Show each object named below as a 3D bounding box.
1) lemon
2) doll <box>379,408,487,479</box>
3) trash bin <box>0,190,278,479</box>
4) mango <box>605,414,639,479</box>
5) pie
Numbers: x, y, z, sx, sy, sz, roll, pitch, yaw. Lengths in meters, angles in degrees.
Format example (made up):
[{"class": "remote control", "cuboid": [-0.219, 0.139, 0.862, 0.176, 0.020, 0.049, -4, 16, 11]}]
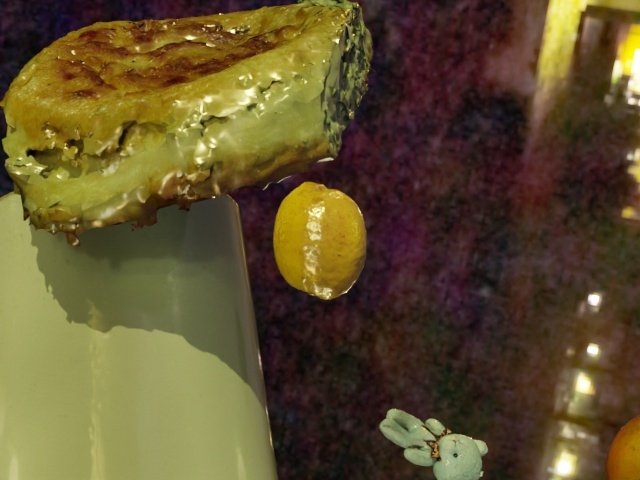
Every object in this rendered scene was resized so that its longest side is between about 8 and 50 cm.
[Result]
[{"class": "lemon", "cuboid": [0.000, 0.000, 1.885, 0.170, 0.170, 0.207, -3, 95, -74]}, {"class": "doll", "cuboid": [0.187, 0.327, 1.717, 0.120, 0.179, 0.075, -52, 178, -42]}, {"class": "trash bin", "cuboid": [-0.171, 0.184, 0.926, 0.280, 0.280, 0.432, 57, 25, -69]}, {"class": "mango", "cuboid": [0.500, 0.296, 1.463, 0.113, 0.253, 0.139, 5, 67, -40]}, {"class": "pie", "cuboid": [-0.109, -0.125, 0.886, 0.355, 0.288, 0.103, -66, 149, -53]}]
